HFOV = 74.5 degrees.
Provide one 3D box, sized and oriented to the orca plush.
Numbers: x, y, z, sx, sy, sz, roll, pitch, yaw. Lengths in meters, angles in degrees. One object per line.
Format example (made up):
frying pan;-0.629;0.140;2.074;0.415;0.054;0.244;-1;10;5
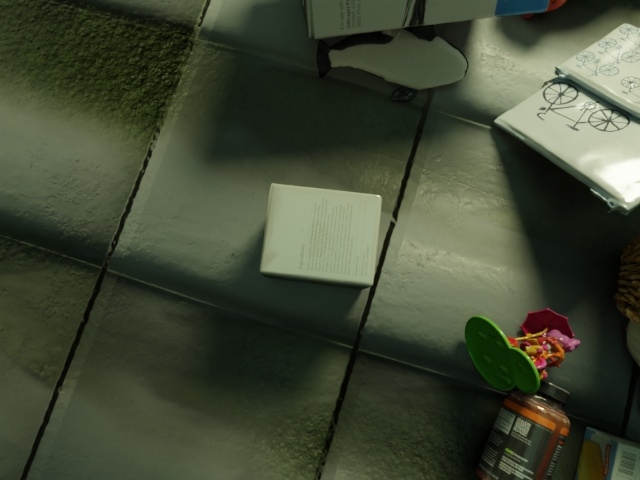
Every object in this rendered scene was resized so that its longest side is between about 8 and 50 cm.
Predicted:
orca plush;0.138;-0.361;0.839;0.288;0.102;0.151;-7;126;9

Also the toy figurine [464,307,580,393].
toy figurine;0.364;0.173;0.713;0.159;0.173;0.130;-15;100;-14

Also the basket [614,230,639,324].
basket;0.651;0.113;0.660;0.299;0.213;0.222;12;66;17

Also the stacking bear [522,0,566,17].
stacking bear;0.517;-0.557;0.812;0.289;0.175;0.164;-33;51;8

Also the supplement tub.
supplement tub;0.346;0.331;0.707;0.106;0.106;0.197;27;83;4

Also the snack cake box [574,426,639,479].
snack cake box;0.508;0.472;0.693;0.152;0.089;0.264;18;82;1

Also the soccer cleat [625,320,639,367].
soccer cleat;0.594;0.228;0.734;0.068;0.076;0.196;-6;81;0

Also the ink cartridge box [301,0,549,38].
ink cartridge box;0.158;-0.498;0.736;0.395;0.166;0.285;-8;43;-1

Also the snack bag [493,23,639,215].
snack bag;0.534;-0.235;0.739;0.343;0.037;0.323;-33;50;1

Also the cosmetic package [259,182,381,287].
cosmetic package;0.000;0.000;0.734;0.184;0.151;0.151;7;81;0
